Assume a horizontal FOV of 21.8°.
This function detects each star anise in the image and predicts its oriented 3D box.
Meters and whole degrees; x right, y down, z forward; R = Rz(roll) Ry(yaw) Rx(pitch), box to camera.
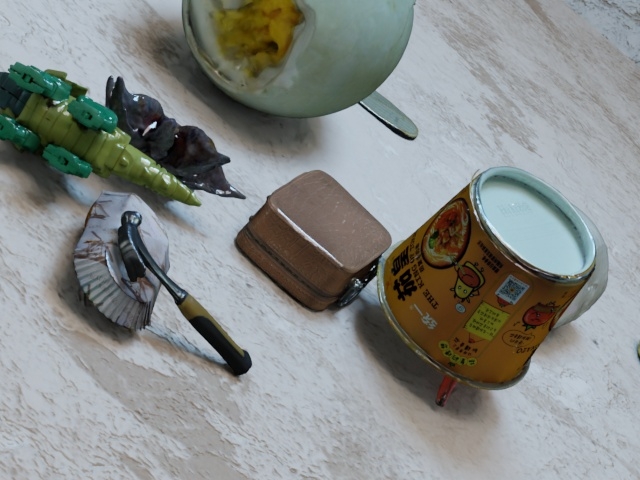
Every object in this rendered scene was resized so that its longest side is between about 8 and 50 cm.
[{"bbox_3d":[-0.163,-0.099,1.779,0.180,0.061,0.204,31,-13,12],"label":"star anise"}]

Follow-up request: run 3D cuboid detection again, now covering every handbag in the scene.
[{"bbox_3d":[0.000,0.000,1.904,0.151,0.072,0.193,41,22,4],"label":"handbag"}]

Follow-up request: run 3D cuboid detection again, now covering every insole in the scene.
[{"bbox_3d":[0.006,-0.260,2.443,0.348,0.009,0.119,37,23,-6],"label":"insole"}]

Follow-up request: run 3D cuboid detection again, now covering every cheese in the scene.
[{"bbox_3d":[0.288,0.016,2.200,0.189,0.154,0.198,42,23,17],"label":"cheese"}]

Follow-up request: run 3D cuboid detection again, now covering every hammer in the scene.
[{"bbox_3d":[-0.129,0.061,1.585,0.201,0.021,0.078,51,19,-30],"label":"hammer"}]

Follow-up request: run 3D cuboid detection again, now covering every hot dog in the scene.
[{"bbox_3d":[-0.192,0.016,1.607,0.108,0.059,0.191,48,17,-16],"label":"hot dog"}]

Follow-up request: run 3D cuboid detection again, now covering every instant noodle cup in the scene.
[{"bbox_3d":[0.193,0.033,1.856,0.215,0.172,0.216,23,39,-20],"label":"instant noodle cup"}]

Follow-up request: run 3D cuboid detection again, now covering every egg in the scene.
[{"bbox_3d":[-0.014,-0.298,2.139,0.278,0.278,0.336,46,31,14],"label":"egg"}]

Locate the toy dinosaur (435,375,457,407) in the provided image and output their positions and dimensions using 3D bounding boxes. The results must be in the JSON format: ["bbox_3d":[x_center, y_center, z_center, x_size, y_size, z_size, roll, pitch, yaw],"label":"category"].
[{"bbox_3d":[0.155,0.108,1.971,0.139,0.070,0.286,35,28,18],"label":"toy dinosaur"}]

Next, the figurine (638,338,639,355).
[{"bbox_3d":[0.491,0.184,2.326,0.083,0.083,0.187,28,39,-26],"label":"figurine"}]

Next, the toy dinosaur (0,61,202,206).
[{"bbox_3d":[-0.237,-0.102,1.675,0.259,0.094,0.153,31,5,7],"label":"toy dinosaur"}]
